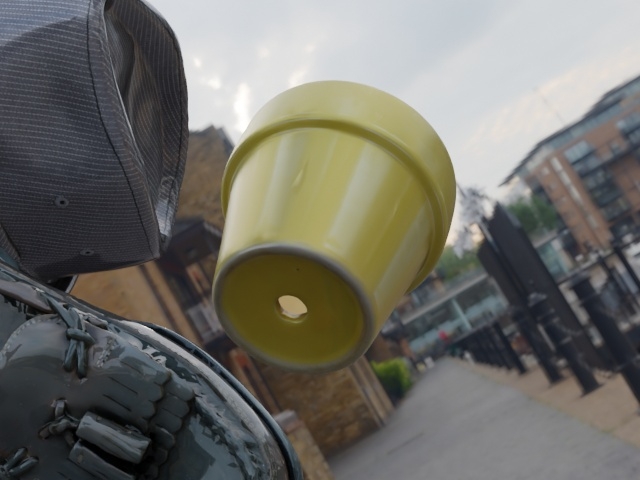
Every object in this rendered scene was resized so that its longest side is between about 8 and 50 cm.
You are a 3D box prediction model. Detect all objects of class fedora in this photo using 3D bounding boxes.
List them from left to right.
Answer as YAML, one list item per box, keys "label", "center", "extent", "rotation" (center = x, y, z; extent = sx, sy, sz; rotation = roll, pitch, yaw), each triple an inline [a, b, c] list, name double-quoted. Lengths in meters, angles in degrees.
- label: "fedora"
  center: [-0.154, -0.077, 0.617]
  extent: [0.124, 0.244, 0.275]
  rotation: [-2, -47, 11]

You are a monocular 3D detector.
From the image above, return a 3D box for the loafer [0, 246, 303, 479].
- label: "loafer"
  center: [-0.133, 0.055, 0.419]
  extent: [0.096, 0.267, 0.084]
  rotation: [-62, -24, 0]

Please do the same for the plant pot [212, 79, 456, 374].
- label: "plant pot"
  center: [0.000, 0.000, 1.051]
  extent: [0.254, 0.254, 0.239]
  rotation: [-36, 19, 36]
